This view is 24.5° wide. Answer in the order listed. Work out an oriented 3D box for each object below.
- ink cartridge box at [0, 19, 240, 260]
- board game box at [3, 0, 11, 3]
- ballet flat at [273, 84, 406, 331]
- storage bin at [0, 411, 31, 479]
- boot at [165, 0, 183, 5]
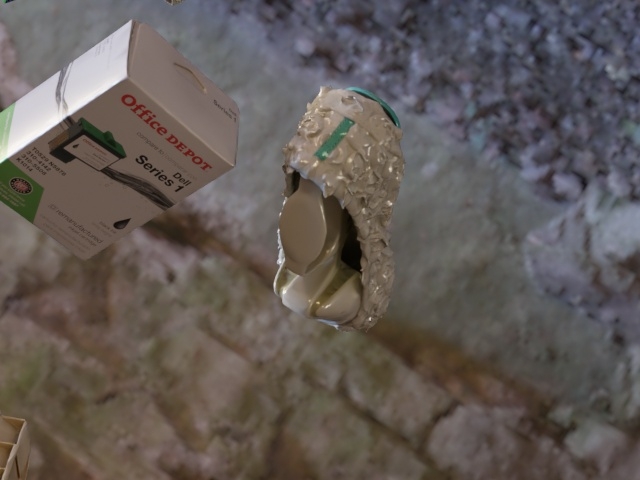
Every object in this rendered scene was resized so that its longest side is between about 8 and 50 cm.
[{"bbox_3d":[-0.212,-0.097,1.486,0.219,0.092,0.160,-30,129,28],"label":"ink cartridge box"},{"bbox_3d":[-0.267,-0.309,1.250,0.136,0.035,0.201,57,149,7],"label":"board game box"},{"bbox_3d":[0.000,0.000,1.557,0.147,0.147,0.409,28,150,18],"label":"ballet flat"},{"bbox_3d":[-0.523,0.342,1.906,0.260,0.123,0.262,-3,-156,2],"label":"storage bin"},{"bbox_3d":[-0.168,-0.433,1.930,0.088,0.176,0.244,38,157,26],"label":"boot"}]
